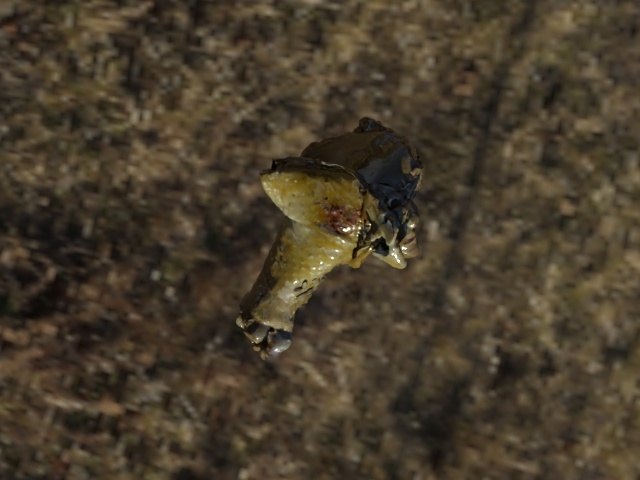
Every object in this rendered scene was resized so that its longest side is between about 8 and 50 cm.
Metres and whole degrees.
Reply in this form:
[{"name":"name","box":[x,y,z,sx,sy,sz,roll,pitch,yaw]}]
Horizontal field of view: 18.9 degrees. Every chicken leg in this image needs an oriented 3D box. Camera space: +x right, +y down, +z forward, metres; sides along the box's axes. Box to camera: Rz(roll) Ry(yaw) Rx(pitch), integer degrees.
[{"name":"chicken leg","box":[-0.003,-0.007,1.427,0.080,0.196,0.125,5,56,-54]}]
